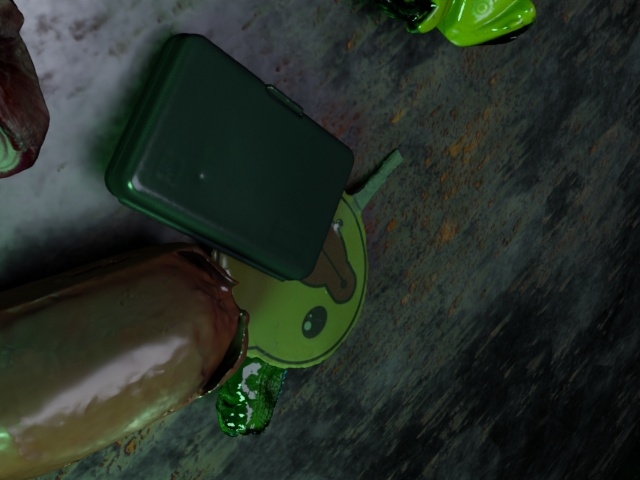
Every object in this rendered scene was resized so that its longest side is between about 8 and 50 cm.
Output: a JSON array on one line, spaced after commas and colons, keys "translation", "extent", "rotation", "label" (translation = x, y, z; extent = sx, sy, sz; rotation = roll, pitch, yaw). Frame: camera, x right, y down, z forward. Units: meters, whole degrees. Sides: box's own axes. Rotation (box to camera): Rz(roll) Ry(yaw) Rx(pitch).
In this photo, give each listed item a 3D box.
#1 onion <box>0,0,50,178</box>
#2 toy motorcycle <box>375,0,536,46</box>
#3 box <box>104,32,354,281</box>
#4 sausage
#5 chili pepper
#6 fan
[{"translation": [-0.261, -0.134, 0.375], "extent": [0.206, 0.151, 0.098], "rotation": [66, 31, -51], "label": "onion"}, {"translation": [0.196, -0.345, 0.641], "extent": [0.206, 0.142, 0.342], "rotation": [33, 89, -47], "label": "toy motorcycle"}, {"translation": [-0.072, -0.067, 0.575], "extent": [0.230, 0.050, 0.160], "rotation": [30, 76, -41], "label": "box"}, {"translation": [-0.192, 0.098, 0.509], "extent": [0.279, 0.152, 0.152], "rotation": [-23, 125, -28], "label": "sausage"}, {"translation": [-0.069, 0.104, 0.683], "extent": [0.098, 0.061, 0.225], "rotation": [10, 85, -41], "label": "chili pepper"}, {"translation": [0.001, 0.000, 0.689], "extent": [0.335, 0.011, 0.230], "rotation": [-49, 122, -27], "label": "fan"}]
